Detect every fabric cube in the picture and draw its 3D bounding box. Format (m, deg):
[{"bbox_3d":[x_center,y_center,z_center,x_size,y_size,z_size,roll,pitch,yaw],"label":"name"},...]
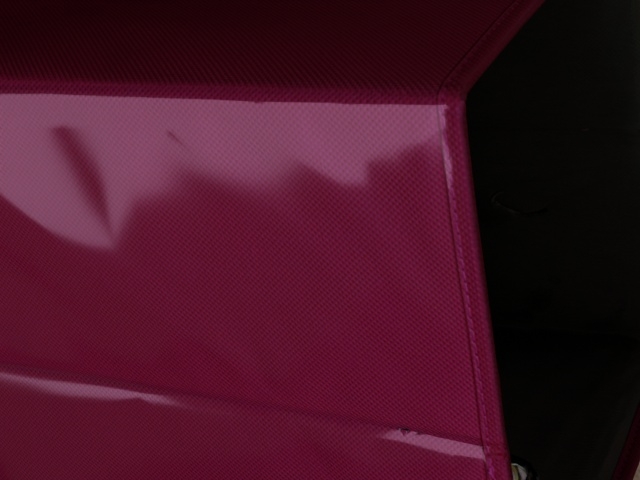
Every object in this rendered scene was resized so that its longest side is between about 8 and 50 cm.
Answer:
[{"bbox_3d":[0.000,0.000,0.543,0.258,0.254,0.259,4,121,26],"label":"fabric cube"}]

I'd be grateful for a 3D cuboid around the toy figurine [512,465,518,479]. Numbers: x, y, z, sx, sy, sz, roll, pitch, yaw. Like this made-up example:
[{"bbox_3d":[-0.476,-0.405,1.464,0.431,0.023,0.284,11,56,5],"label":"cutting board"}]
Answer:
[{"bbox_3d":[0.015,0.232,0.880,0.191,0.217,0.362,9,120,61],"label":"toy figurine"}]
